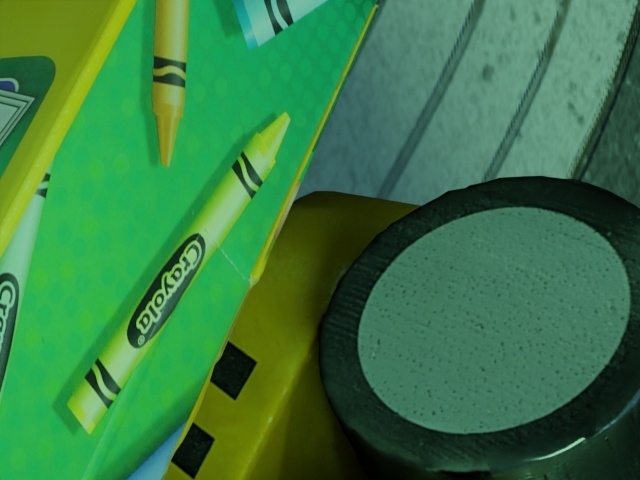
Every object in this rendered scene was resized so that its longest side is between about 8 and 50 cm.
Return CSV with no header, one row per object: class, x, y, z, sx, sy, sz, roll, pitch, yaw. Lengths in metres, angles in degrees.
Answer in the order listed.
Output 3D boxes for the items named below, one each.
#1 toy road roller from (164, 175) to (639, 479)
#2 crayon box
toy road roller,-0.026,0.138,0.544,0.329,0.240,0.202,-62,145,-27
crayon box,-0.113,0.020,0.502,0.081,0.165,0.278,49,54,-40
